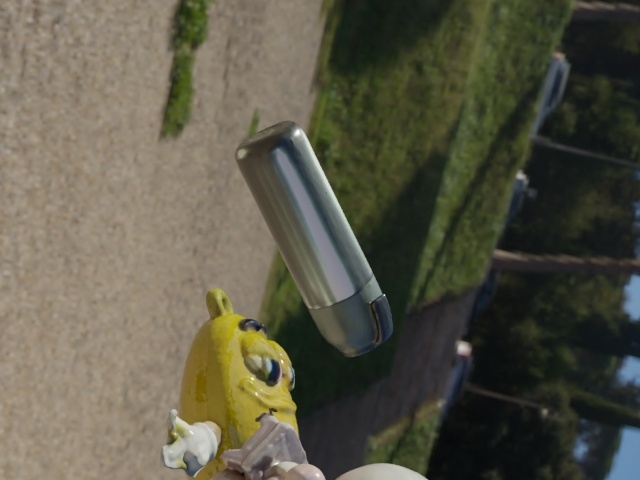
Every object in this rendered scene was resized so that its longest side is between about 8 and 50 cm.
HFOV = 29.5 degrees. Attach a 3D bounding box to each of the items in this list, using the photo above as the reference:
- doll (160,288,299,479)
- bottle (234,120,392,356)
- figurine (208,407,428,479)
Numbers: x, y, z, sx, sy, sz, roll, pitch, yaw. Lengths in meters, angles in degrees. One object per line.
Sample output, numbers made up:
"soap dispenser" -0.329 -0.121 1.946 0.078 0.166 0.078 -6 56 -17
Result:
"doll" -0.108 0.307 1.575 0.348 0.161 0.423 -59 135 -66
"bottle" 0.000 0.000 1.264 0.079 0.096 0.253 -36 108 -37
"figurine" 0.028 0.257 1.091 0.144 0.257 0.182 -28 122 -44
